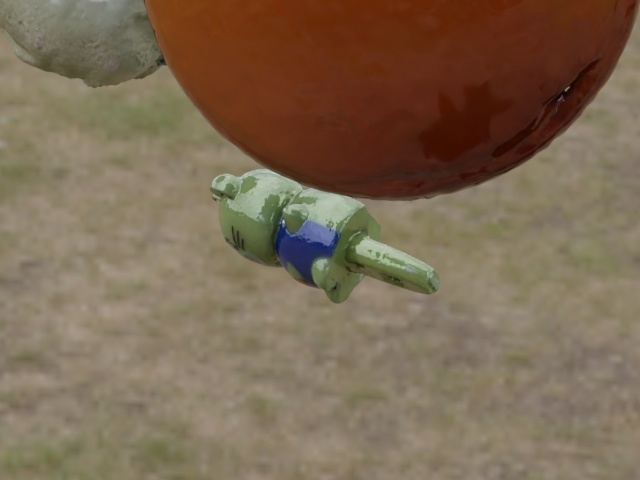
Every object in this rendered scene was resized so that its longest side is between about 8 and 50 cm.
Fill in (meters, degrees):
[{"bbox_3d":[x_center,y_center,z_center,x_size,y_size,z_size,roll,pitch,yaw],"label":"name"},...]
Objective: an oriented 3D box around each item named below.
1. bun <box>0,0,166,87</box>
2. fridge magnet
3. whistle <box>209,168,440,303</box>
[{"bbox_3d":[-0.206,-0.220,1.709,0.239,0.141,0.239,16,26,-8],"label":"bun"},{"bbox_3d":[0.051,-0.208,1.370,0.364,0.363,0.155,6,9,4],"label":"fridge magnet"},{"bbox_3d":[0.000,0.000,1.648,0.227,0.085,0.105,23,-12,25],"label":"whistle"}]
